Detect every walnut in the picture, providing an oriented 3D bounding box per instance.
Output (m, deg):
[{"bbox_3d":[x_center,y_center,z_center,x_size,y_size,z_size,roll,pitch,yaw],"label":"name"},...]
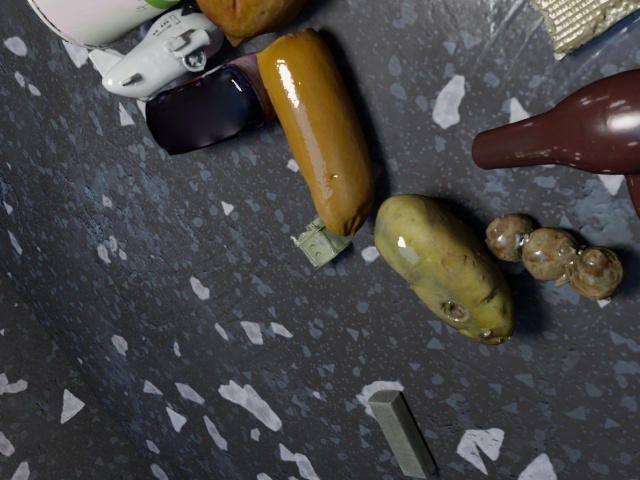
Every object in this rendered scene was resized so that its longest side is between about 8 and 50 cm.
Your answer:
[{"bbox_3d":[-0.092,-0.423,0.859,0.203,0.203,0.298,37,126,15],"label":"walnut"}]

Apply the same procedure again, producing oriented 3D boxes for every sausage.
[{"bbox_3d":[0.011,-0.171,0.973,0.116,0.134,0.354,-10,109,46],"label":"sausage"}]

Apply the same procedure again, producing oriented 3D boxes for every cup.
[{"bbox_3d":[-0.347,-0.491,1.001,0.274,0.253,0.253,-5,112,34],"label":"cup"}]

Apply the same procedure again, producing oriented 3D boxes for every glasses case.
[{"bbox_3d":[0.180,0.425,1.266,0.071,0.047,0.205,-14,107,47],"label":"glasses case"}]

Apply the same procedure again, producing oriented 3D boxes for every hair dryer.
[{"bbox_3d":[0.402,-0.052,0.779,0.312,0.123,0.340,-11,120,53],"label":"hair dryer"}]

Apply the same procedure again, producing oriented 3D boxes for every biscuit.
[{"bbox_3d":[0.354,-0.316,0.660,0.239,0.062,0.108,-28,97,45],"label":"biscuit"}]

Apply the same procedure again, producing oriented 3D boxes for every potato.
[{"bbox_3d":[0.204,0.043,0.927,0.141,0.191,0.296,-40,93,4],"label":"potato"}]

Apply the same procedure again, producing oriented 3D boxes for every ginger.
[{"bbox_3d":[0.344,0.019,0.856,0.204,0.080,0.104,26,167,35],"label":"ginger"}]

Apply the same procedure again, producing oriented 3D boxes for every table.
[{"bbox_3d":[0.000,0.000,1.138,0.083,0.062,0.079,53,135,0],"label":"table"}]

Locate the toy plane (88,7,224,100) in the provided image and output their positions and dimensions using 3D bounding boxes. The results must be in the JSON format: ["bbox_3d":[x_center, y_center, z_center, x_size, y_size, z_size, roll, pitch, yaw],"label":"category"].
[{"bbox_3d":[-0.284,-0.340,1.039,0.244,0.245,0.117,-9,121,42],"label":"toy plane"}]

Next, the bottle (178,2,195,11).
[{"bbox_3d":[-0.272,-0.423,1.119,0.030,0.030,0.083,54,134,-1],"label":"bottle"}]

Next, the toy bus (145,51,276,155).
[{"bbox_3d":[-0.198,-0.254,1.079,0.302,0.147,0.127,-9,118,40],"label":"toy bus"}]
